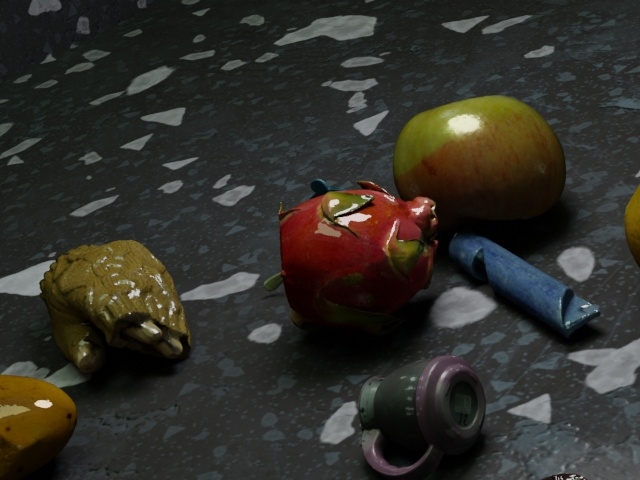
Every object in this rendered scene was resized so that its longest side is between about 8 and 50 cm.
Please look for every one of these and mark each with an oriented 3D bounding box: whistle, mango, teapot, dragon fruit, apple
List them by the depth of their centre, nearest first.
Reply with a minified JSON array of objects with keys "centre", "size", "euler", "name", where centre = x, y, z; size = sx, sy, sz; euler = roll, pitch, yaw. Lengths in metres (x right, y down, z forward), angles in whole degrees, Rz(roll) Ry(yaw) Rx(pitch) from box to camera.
[{"centre":[0.115,0.214,1.553],"size":[0.146,0.148,0.116],"euler":[-9,-11,43],"name":"teapot"},{"centre":[-0.464,0.260,1.740],"size":[0.290,0.160,0.191],"euler":[-14,17,-2],"name":"mango"},{"centre":[0.273,0.055,1.790],"size":[0.062,0.062,0.304],"euler":[-25,27,-15],"name":"whistle"},{"centre":[0.051,0.025,1.808],"size":[0.227,0.224,0.224],"euler":[3,28,2],"name":"dragon fruit"},{"centre":[0.240,-0.115,1.952],"size":[0.261,0.194,0.261],"euler":[-12,-3,-1],"name":"apple"}]

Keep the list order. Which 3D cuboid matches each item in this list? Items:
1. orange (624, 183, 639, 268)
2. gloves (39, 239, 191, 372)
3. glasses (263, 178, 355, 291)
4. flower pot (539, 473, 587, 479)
[{"centre":[0.480,-0.019,1.672],"size":[0.158,0.179,0.237],"euler":[-38,12,48],"name":"orange"},{"centre":[-0.323,0.093,1.978],"size":[0.203,0.155,0.356],"euler":[-32,33,-21],"name":"gloves"},{"centre":[0.021,0.021,2.023],"size":[0.239,0.102,0.207],"euler":[17,70,48],"name":"glasses"},{"centre":[0.251,0.288,1.307],"size":[0.111,0.089,0.111],"euler":[-14,25,7],"name":"flower pot"}]
